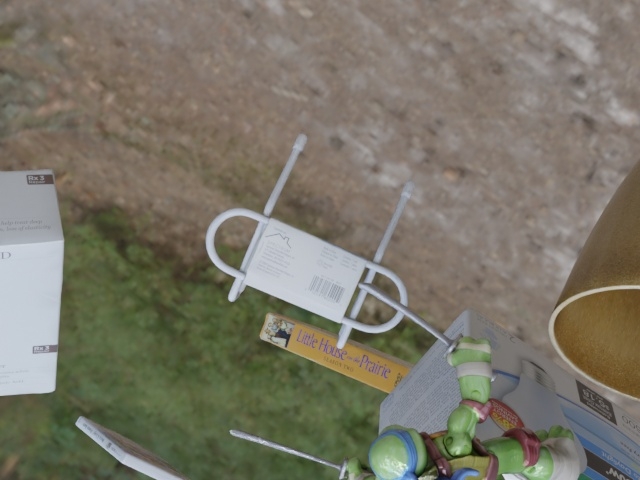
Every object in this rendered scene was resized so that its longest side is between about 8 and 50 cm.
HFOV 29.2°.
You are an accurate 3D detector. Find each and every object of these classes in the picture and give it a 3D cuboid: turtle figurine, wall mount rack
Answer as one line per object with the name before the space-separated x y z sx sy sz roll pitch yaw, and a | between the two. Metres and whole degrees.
turtle figurine | 0.114 0.182 1.215 0.266 0.198 0.274 28 175 -42
wall mount rack | 0.000 0.000 2.051 0.350 0.304 0.130 24 -175 2

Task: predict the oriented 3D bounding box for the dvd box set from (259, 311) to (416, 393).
dvd box set | 0.126 0.243 2.269 0.307 0.062 0.420 24 176 -41

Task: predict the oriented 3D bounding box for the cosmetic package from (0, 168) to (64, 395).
cosmetic package | -0.508 0.074 1.869 0.385 0.217 0.156 105 154 -49

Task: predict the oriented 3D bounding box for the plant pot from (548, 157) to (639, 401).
plant pot | 0.383 0.010 1.286 0.237 0.254 0.237 16 151 9

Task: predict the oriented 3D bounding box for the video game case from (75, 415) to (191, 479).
video game case | -0.262 0.313 1.778 0.157 0.019 0.143 37 171 -40

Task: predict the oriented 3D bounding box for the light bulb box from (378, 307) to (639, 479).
light bulb box | 0.276 0.339 1.686 0.358 0.361 0.225 33 113 -10
